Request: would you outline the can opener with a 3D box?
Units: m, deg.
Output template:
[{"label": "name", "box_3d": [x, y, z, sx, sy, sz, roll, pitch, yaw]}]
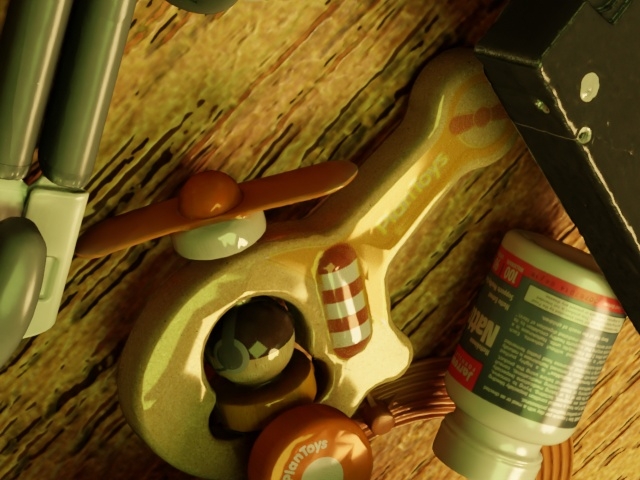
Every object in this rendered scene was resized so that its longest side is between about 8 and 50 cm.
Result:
[{"label": "can opener", "box_3d": [-0.159, -0.052, 0.823, 0.074, 0.093, 0.280, 6, 112, -30]}]

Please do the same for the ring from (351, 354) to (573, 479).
[{"label": "ring", "box_3d": [0.071, 0.242, 1.167, 0.336, 0.032, 0.337, -13, 124, -20]}]

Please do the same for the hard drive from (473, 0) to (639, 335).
[{"label": "hard drive", "box_3d": [0.252, -0.091, 0.936, 0.237, 0.064, 0.339, -51, 131, -14]}]

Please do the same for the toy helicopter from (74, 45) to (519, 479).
[{"label": "toy helicopter", "box_3d": [0.000, 0.000, 0.938, 0.355, 0.140, 0.235, -49, 121, -7]}]

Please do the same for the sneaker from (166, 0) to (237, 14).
[{"label": "sneaker", "box_3d": [-0.020, -0.266, 0.732, 0.129, 0.111, 0.297, -11, 121, -59]}]

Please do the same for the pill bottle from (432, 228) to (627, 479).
[{"label": "pill bottle", "box_3d": [0.154, 0.092, 1.051, 0.108, 0.108, 0.180, 15, 102, -35]}]
